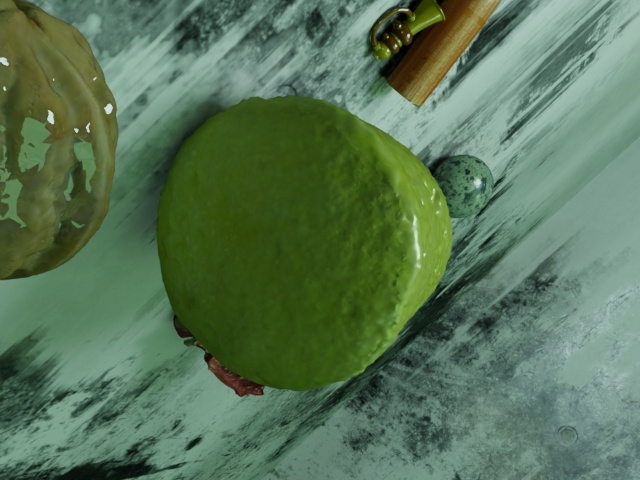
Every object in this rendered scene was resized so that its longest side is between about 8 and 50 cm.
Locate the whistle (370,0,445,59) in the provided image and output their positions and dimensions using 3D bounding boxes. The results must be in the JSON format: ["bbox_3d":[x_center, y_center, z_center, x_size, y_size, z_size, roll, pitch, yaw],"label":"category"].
[{"bbox_3d":[0.116,-0.292,0.854,0.109,0.046,0.057,-37,172,3],"label":"whistle"}]

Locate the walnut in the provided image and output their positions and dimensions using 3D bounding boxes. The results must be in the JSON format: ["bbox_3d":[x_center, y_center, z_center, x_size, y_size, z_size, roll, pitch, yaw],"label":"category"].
[{"bbox_3d":[-0.254,-0.070,0.476,0.198,0.198,0.244,-14,135,-49],"label":"walnut"}]

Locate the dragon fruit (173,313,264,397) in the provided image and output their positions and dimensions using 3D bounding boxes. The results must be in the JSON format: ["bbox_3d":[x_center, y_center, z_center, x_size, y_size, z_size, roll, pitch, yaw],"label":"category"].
[{"bbox_3d":[-0.160,0.140,1.106,0.212,0.134,0.261,7,113,-46],"label":"dragon fruit"}]

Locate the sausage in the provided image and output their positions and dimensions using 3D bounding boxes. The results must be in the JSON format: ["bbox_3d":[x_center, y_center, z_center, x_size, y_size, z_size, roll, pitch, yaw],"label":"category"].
[{"bbox_3d":[0.191,-0.308,0.906,0.234,0.071,0.071,-52,155,24],"label":"sausage"}]

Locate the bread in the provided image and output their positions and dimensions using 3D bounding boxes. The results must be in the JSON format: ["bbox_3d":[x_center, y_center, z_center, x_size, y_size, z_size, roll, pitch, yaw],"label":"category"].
[{"bbox_3d":[0.000,0.000,0.809,0.348,0.348,0.308,-51,159,21],"label":"bread"}]

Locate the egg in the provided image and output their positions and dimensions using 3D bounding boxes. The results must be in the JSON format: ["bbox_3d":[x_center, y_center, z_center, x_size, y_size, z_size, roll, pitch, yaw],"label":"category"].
[{"bbox_3d":[0.304,-0.113,1.359,0.132,0.132,0.172,-32,166,-22],"label":"egg"}]
